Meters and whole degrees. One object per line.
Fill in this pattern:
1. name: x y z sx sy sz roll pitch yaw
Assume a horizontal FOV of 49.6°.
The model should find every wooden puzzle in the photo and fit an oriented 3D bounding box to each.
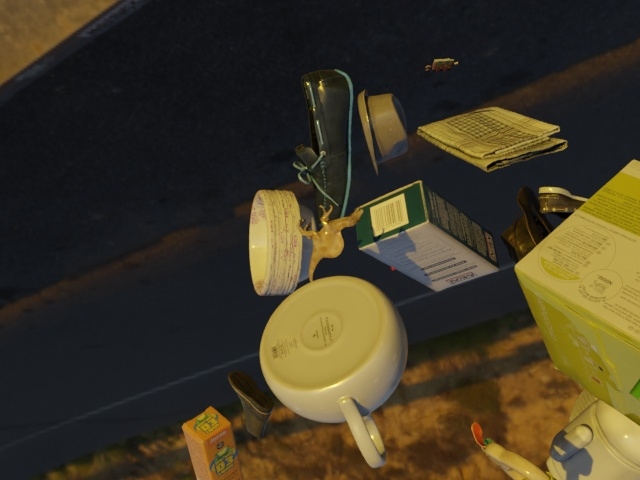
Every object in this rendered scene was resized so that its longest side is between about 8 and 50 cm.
1. wooden puzzle: 0.310 -0.447 1.766 0.083 0.006 0.049 -4 162 -2

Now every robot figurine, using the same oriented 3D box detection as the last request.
1. robot figurine: 0.688 0.485 1.628 0.300 0.199 0.353 8 132 -25

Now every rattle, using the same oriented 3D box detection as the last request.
1. rattle: 0.329 0.445 1.269 0.200 0.142 0.130 27 177 37

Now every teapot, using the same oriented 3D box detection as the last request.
1. teapot: 0.039 0.198 1.116 0.253 0.256 0.187 12 147 38

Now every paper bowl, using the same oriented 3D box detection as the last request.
1. paper bowl: -0.098 0.007 1.858 0.148 0.284 0.284 1 158 -16

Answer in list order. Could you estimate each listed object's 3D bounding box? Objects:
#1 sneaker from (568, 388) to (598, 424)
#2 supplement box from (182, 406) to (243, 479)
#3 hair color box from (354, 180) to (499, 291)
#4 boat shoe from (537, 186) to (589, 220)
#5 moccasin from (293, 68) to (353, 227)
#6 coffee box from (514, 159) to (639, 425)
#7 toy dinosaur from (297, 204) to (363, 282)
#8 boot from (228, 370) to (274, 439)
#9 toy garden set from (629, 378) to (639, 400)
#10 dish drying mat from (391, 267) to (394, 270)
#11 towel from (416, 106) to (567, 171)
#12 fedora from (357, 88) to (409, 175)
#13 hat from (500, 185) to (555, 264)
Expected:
1. sneaker: 0.817 0.407 1.861 0.366 0.150 0.135 -45 172 -20
2. supplement box: -0.221 0.469 1.463 0.078 0.233 0.080 -30 -144 -33
3. hair color box: 0.245 0.001 1.555 0.174 0.105 0.347 -22 148 31
4. boat shoe: 0.637 -0.081 1.781 0.228 0.068 0.081 13 172 -36
5. moccasin: -0.004 -0.196 1.506 0.117 0.342 0.138 -2 -172 -17
6. coffee box: 0.618 0.119 1.248 0.334 0.338 0.337 -40 128 -9
7. toy dinosaur: 0.000 0.000 1.245 0.053 0.092 0.183 -9 140 -57
8. boot: -0.232 0.510 2.145 0.077 0.198 0.137 -8 125 -39
9. toy garden set: 0.546 0.167 0.984 0.244 0.049 0.203 31 95 -36
10. dish drying mat: 0.171 0.032 1.630 0.032 0.008 0.083 -23 122 4
11. towel: 0.488 -0.303 1.969 0.312 0.324 0.056 -17 124 -25
12. fedora: 0.207 -0.349 2.160 0.124 0.243 0.275 -12 122 13
13. hat: 0.587 0.015 1.934 0.134 0.331 0.331 -32 155 27
